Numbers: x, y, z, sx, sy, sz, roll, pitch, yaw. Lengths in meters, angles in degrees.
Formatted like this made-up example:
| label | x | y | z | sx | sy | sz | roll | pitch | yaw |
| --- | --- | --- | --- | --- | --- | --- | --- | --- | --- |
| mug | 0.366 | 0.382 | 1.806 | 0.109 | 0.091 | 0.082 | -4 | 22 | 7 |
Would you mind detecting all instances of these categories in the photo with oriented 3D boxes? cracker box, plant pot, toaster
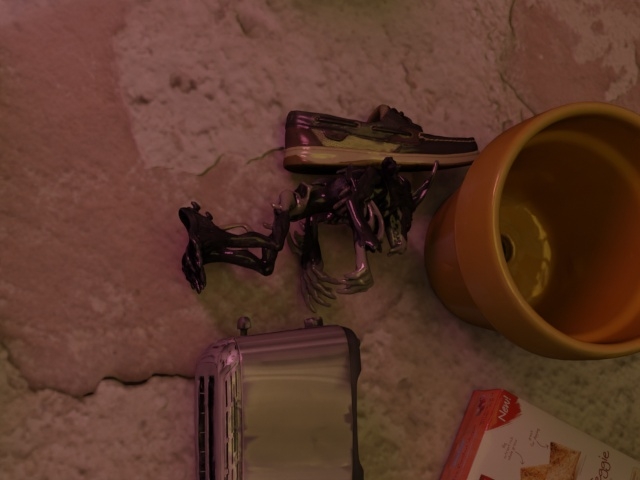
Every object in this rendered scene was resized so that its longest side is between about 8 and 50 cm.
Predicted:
| label | x | y | z | sx | sy | sz | roll | pitch | yaw |
| --- | --- | --- | --- | --- | --- | --- | --- | --- | --- |
| cracker box | 0.247 | 0.280 | 1.441 | 0.232 | 0.067 | 0.156 | 28 | 73 | -16 |
| plant pot | 0.231 | 0.001 | 1.379 | 0.254 | 0.239 | 0.254 | 3 | 83 | -22 |
| toaster | -0.043 | 0.188 | 1.305 | 0.146 | 0.129 | 0.227 | 1 | 85 | -18 |

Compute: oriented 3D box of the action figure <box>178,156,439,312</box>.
| label | x | y | z | sx | sy | sz | roll | pitch | yaw |
| --- | --- | --- | --- | --- | --- | --- | --- | --- | --- |
| action figure | 0.000 | 0.000 | 1.335 | 0.275 | 0.164 | 0.141 | -12 | 78 | -14 |

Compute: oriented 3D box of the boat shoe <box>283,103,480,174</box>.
| label | x | y | z | sx | sy | sz | roll | pitch | yaw |
| --- | --- | --- | --- | --- | --- | --- | --- | --- | --- |
| boat shoe | 0.068 | -0.110 | 1.414 | 0.223 | 0.080 | 0.073 | -2 | 89 | -18 |
